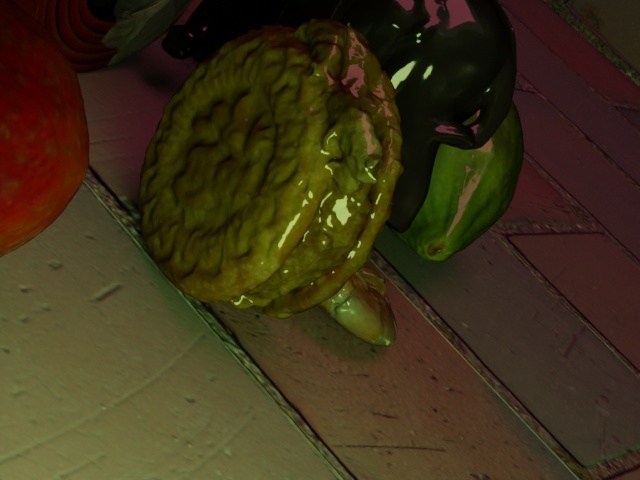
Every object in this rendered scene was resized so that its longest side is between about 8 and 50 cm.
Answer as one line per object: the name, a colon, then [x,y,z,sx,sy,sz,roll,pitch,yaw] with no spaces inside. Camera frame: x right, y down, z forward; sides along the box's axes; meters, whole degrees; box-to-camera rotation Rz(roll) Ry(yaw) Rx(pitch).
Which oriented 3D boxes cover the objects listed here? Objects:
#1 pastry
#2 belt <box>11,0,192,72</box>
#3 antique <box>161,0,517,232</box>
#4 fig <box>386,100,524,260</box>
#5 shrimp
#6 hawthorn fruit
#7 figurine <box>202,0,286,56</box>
pastry: [-0.029,-0.059,1.206,0.132,0.235,0.240,23,35,-42]
belt: [-0.202,-0.268,1.374,0.115,0.227,0.324,42,3,11]
antique: [0.035,-0.187,1.472,0.322,0.255,0.185,35,1,14]
fig: [0.134,-0.063,1.578,0.167,0.167,0.234,17,56,-41]
shrimp: [-0.001,0.000,1.368,0.145,0.061,0.267,34,13,-42]
hawthorn fruit: [-0.247,-0.075,0.941,0.215,0.215,0.249,47,25,22]
figurine: [-0.002,-0.216,1.688,0.308,0.143,0.308,34,19,-13]
